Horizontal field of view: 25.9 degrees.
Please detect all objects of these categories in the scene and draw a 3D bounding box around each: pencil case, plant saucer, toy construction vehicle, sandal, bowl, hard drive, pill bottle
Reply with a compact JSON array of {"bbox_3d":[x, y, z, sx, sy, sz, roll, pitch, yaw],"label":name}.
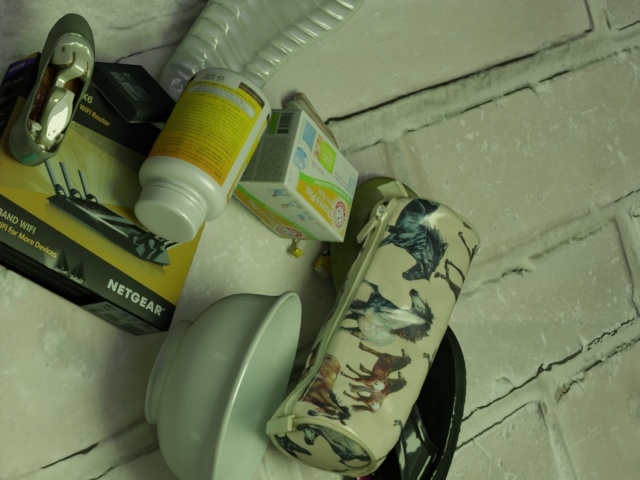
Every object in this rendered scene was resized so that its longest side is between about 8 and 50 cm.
[{"bbox_3d":[0.071,0.127,1.907,0.183,0.160,0.410,37,62,-20],"label":"pencil case"},{"bbox_3d":[0.109,0.023,2.092,0.241,0.037,0.241,2,87,-46],"label":"plant saucer"},{"bbox_3d":[0.000,0.000,2.030,0.086,0.035,0.098,45,58,-37],"label":"toy construction vehicle"},{"bbox_3d":[-0.091,-0.306,1.961,0.169,0.102,0.416,47,68,-7],"label":"sandal"},{"bbox_3d":[-0.136,0.188,1.779,0.298,0.134,0.298,16,90,-79],"label":"bowl"},{"bbox_3d":[0.102,0.305,1.973,0.107,0.167,0.446,25,70,-38],"label":"sandal"},{"bbox_3d":[-0.238,-0.191,1.789,0.094,0.022,0.135,47,18,11],"label":"hard drive"},{"bbox_3d":[-0.152,-0.106,1.751,0.117,0.117,0.215,42,56,-28],"label":"pill bottle"}]

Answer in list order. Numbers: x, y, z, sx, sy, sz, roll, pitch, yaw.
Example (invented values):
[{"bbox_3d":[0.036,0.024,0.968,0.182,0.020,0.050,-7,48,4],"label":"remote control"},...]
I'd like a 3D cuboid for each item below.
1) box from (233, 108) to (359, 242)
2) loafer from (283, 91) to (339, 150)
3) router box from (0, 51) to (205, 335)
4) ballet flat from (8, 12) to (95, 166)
[{"bbox_3d":[-0.039,-0.086,1.913,0.203,0.103,0.114,43,55,-57],"label":"box"},{"bbox_3d":[-0.003,-0.163,2.043,0.125,0.045,0.039,53,48,-18],"label":"loafer"},{"bbox_3d":[-0.292,-0.052,1.753,0.309,0.081,0.243,32,63,-33],"label":"router box"},{"bbox_3d":[-0.307,-0.184,1.663,0.072,0.068,0.213,32,63,-31],"label":"ballet flat"}]
